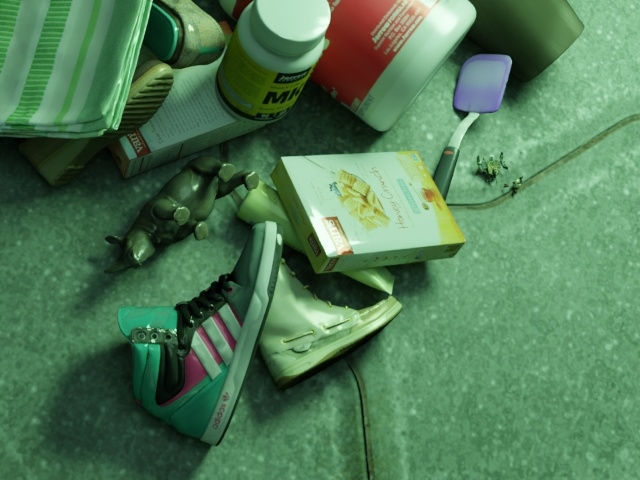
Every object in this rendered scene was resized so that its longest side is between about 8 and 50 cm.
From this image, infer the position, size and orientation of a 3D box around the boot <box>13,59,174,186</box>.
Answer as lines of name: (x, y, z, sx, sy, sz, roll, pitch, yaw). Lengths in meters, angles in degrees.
boot: (-0.329, -0.216, 1.642, 0.207, 0.248, 0.090, 58, 20, 14)

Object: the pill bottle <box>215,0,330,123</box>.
pill bottle: (-0.064, -0.253, 1.656, 0.119, 0.208, 0.119, 7, 65, -15)

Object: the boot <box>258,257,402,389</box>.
boot: (-0.008, 0.086, 1.684, 0.213, 0.077, 0.165, -28, 76, -24)

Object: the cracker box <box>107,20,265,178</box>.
cracker box: (-0.204, -0.201, 1.748, 0.232, 0.067, 0.155, -22, 75, -25)

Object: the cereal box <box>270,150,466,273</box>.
cereal box: (0.067, -0.044, 1.726, 0.240, 0.047, 0.173, -6, 57, -34)

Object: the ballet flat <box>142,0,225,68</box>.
ballet flat: (-0.233, -0.329, 1.741, 0.106, 0.107, 0.316, -5, 41, -37)

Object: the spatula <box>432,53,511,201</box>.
spatula: (0.208, -0.153, 1.858, 0.084, 0.030, 0.296, 10, 65, 33)

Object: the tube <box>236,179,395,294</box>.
tube: (0.000, 0.000, 1.726, 0.240, 0.062, 0.070, 32, 57, -1)

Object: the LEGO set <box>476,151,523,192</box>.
LEGO set: (0.266, -0.102, 1.877, 0.054, 0.023, 0.083, -42, 98, -25)

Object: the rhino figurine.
rhino figurine: (-0.199, -0.031, 1.664, 0.243, 0.106, 0.073, -44, 123, -25)

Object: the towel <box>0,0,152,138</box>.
towel: (-0.383, -0.244, 1.622, 0.325, 0.038, 0.247, 1, 67, 23)

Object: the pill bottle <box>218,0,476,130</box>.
pill bottle: (0.002, -0.363, 1.786, 0.408, 0.229, 0.229, 38, 63, 1)

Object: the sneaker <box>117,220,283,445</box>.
sneaker: (-0.165, 0.096, 1.577, 0.178, 0.124, 0.295, 19, 89, -7)

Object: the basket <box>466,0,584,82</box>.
basket: (0.285, -0.368, 1.908, 0.227, 0.204, 0.154, 45, 52, -5)
